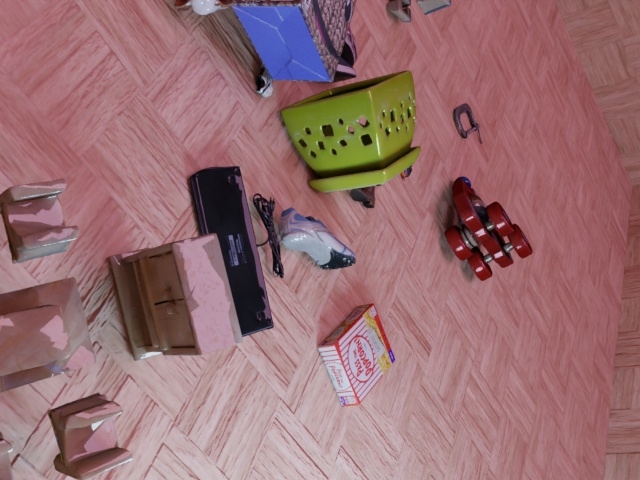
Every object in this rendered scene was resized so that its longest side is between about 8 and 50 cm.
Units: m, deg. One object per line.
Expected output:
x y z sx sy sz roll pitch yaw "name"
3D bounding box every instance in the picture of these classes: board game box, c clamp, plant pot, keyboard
0.081 0.245 1.715 0.193 0.045 0.147 -39 111 -52 "board game box"
0.460 -0.357 2.458 0.160 0.022 0.137 -24 99 -55 "c clamp"
0.082 -0.229 1.721 0.228 0.227 0.207 -35 113 -53 "plant pot"
-0.143 0.015 1.488 0.201 0.033 0.317 -11 89 -49 "keyboard"
-0.034 -0.498 1.562 0.232 0.141 0.291 57 44 -59 "board game box"

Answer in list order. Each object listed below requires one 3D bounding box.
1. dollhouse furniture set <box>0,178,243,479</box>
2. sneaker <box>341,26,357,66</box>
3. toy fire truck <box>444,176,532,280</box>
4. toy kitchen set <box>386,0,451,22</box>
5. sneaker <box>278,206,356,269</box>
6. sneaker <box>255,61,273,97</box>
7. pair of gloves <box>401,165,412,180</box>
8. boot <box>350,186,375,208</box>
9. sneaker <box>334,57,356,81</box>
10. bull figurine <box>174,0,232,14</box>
-0.349 0.116 1.068 0.394 0.256 0.362 -14 91 -34 "dollhouse furniture set"
0.042 -0.496 1.893 0.077 0.072 0.178 -47 126 -63 "sneaker"
0.453 -0.053 2.260 0.302 0.169 0.254 41 25 -41 "toy fire truck"
0.283 -0.710 2.197 0.122 0.166 0.207 23 62 -49 "toy kitchen set"
0.000 0.000 1.650 0.237 0.085 0.086 32 47 -49 "sneaker"
-0.116 -0.338 1.636 0.037 0.032 0.083 17 65 -51 "sneaker"
0.216 -0.204 2.077 0.083 0.010 0.074 59 39 -26 "pair of gloves"
0.103 -0.145 1.876 0.106 0.037 0.114 39 52 -59 "boot"
0.007 -0.448 1.785 0.226 0.086 0.164 3 82 -56 "sneaker"
-0.179 -0.520 1.528 0.310 0.101 0.189 -22 113 -65 "bull figurine"
